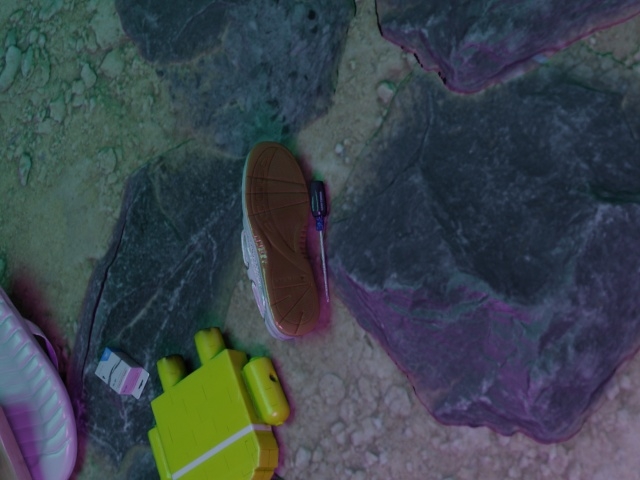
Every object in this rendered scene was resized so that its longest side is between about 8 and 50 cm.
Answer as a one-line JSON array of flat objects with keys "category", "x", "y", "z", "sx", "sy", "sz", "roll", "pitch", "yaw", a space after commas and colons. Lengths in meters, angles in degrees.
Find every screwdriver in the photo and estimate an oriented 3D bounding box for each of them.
[{"category": "screwdriver", "x": 0.000, "y": 0.000, "z": 1.539, "sx": 0.024, "sy": 0.025, "sz": 0.170, "roll": -12, "pitch": 74, "yaw": 35}]

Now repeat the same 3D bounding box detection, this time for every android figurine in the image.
[{"category": "android figurine", "x": -0.148, "y": 0.268, "z": 1.583, "sx": 0.248, "sy": 0.056, "sz": 0.273, "roll": -38, "pitch": 61, "yaw": 26}]

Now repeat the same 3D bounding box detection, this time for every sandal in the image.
[{"category": "sandal", "x": -0.493, "y": 0.209, "z": 1.827, "sx": 0.169, "sy": 0.102, "sz": 0.416, "roll": -31, "pitch": 79, "yaw": 19}]

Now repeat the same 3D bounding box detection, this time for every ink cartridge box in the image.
[{"category": "ink cartridge box", "x": -0.307, "y": 0.205, "z": 1.731, "sx": 0.083, "sy": 0.028, "sz": 0.048, "roll": 30, "pitch": 101, "yaw": 36}]

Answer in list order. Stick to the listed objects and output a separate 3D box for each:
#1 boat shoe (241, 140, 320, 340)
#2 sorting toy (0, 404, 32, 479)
[{"category": "boat shoe", "x": -0.070, "y": 0.003, "z": 1.547, "sx": 0.096, "sy": 0.098, "sz": 0.277, "roll": 146, "pitch": 121, "yaw": -61}, {"category": "sorting toy", "x": -0.571, "y": 0.388, "z": 1.780, "sx": 0.255, "sy": 0.089, "sz": 0.257, "roll": -10, "pitch": 105, "yaw": 40}]
